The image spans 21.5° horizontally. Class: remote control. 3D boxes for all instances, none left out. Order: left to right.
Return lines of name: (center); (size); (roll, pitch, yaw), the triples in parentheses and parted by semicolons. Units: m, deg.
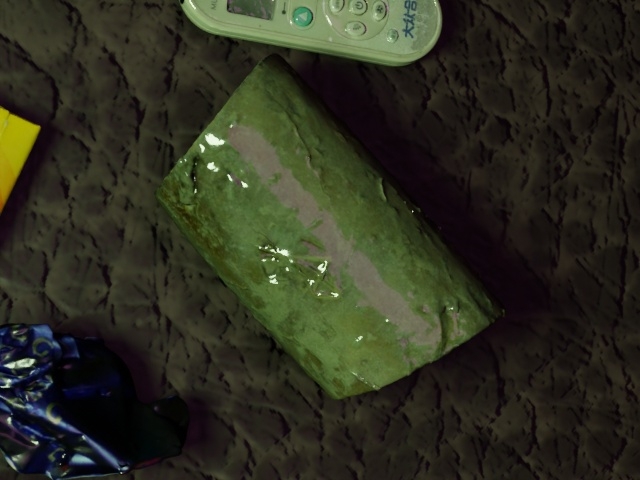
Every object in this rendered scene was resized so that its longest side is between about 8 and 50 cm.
remote control: (-0.008, -0.191, 1.363); (0.221, 0.042, 0.078); (8, 82, -15)

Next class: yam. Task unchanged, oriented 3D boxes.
yam: (0.000, 0.000, 1.283); (0.161, 0.161, 0.268); (-42, 97, -17)

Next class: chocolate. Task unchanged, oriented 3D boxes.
chocolate: (-0.255, 0.106, 1.210); (0.343, 0.148, 0.126); (4, 121, -22)

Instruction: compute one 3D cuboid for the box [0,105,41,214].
box: (-0.359, -0.074, 1.237); (0.269, 0.043, 0.152); (25, 79, -12)
